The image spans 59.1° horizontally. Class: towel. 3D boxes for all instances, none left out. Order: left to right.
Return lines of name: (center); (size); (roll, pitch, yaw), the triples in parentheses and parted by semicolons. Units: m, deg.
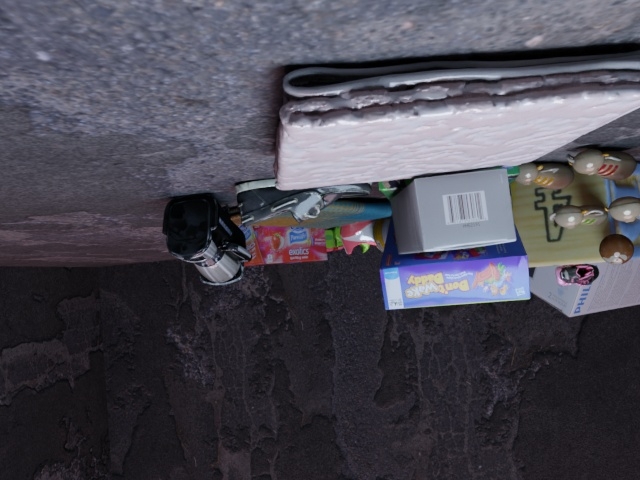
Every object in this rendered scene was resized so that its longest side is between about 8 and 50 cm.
towel: (-0.028, -0.066, 1.329); (0.370, 0.040, 0.271); (1, 172, -44)
towel: (0.114, -0.114, 0.600); (0.331, 0.054, 0.317); (-5, 176, -5)

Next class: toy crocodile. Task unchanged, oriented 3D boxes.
toy crocodile: (0.000, 0.000, 1.880); (0.340, 0.105, 0.115); (-4, 176, -17)

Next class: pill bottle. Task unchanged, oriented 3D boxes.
pill bottle: (0.227, -0.023, 1.428); (0.136, 0.137, 0.245); (-5, -179, -10)

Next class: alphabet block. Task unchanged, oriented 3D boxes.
alphabet block: (0.525, -0.050, 1.136); (0.192, 0.194, 0.197); (0, 174, -38)

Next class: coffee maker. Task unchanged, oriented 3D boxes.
coffee maker: (-0.223, -0.017, 1.082); (0.120, 0.171, 0.178); (-26, 154, 0)

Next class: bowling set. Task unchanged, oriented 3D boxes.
bowling set: (0.474, -0.061, 0.926); (0.154, 0.200, 0.287); (-1, 171, -38)

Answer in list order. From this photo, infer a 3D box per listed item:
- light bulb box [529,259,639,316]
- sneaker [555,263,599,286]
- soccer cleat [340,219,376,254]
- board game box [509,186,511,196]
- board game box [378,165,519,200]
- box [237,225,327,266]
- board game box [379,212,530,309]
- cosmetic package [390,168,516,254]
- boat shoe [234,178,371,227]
light bulb box: (0.801, 0.045, 1.790); (0.360, 0.226, 0.358); (-4, -155, -27)
sneaker: (0.525, 0.065, 1.122); (0.119, 0.047, 0.057); (-4, 165, -32)
soccer cleat: (0.213, -0.029, 1.615); (0.317, 0.117, 0.108); (-5, 177, -5)
board game box: (0.382, -0.103, 1.327); (0.201, 0.035, 0.136); (-8, 176, 43)
board game box: (0.226, -0.103, 1.014); (0.213, 0.046, 0.317); (-5, 177, 12)
box: (-0.107, 0.001, 1.535); (0.122, 0.128, 0.256); (-8, 175, 38)
board game box: (0.245, 0.008, 1.060); (0.233, 0.078, 0.347); (-6, -160, 14)
cosmetic package: (0.182, -0.035, 0.825); (0.127, 0.107, 0.238); (-7, 175, 1)
boat shoe: (-0.026, -0.068, 0.955); (0.232, 0.079, 0.084); (-7, 175, 3)
